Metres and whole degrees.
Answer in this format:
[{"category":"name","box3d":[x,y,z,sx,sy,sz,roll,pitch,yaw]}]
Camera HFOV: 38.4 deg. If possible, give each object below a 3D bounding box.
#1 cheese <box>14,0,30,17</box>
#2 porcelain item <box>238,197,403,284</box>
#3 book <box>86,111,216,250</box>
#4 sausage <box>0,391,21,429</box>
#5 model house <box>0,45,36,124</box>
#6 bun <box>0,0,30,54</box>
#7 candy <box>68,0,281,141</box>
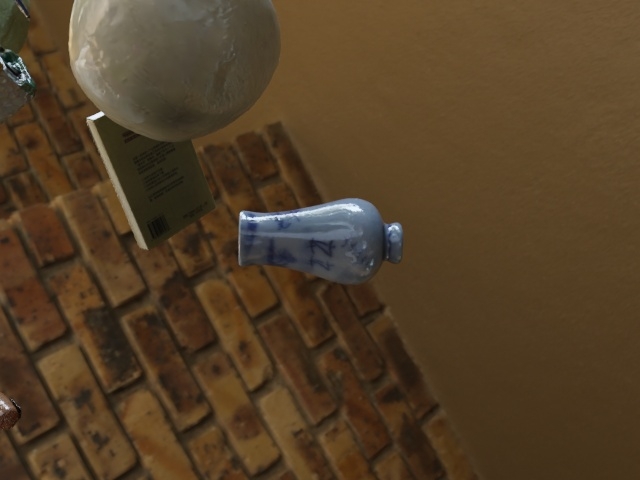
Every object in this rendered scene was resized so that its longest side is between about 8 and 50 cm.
[{"category":"cheese","box3d":[-0.460,-0.406,1.227,0.155,0.062,0.244,47,-14,44]},{"category":"porcelain item","box3d":[0.000,0.000,1.452,0.258,0.141,0.141,2,-61,-5]},{"category":"book","box3d":[-0.269,-0.120,1.490,0.026,0.161,0.231,6,-57,45]},{"category":"sausage","box3d":[-0.455,0.215,1.239,0.176,0.040,0.047,13,-82,46]},{"category":"model house","box3d":[-0.382,-0.189,1.000,0.101,0.087,0.100,53,2,37]},{"category":"bun","box3d":[-0.568,-0.367,1.584,0.195,0.118,0.196,-34,-138,38]},{"category":"candy","box3d":[-0.182,-0.237,1.170,0.295,0.295,0.185,-38,-133,46]}]
